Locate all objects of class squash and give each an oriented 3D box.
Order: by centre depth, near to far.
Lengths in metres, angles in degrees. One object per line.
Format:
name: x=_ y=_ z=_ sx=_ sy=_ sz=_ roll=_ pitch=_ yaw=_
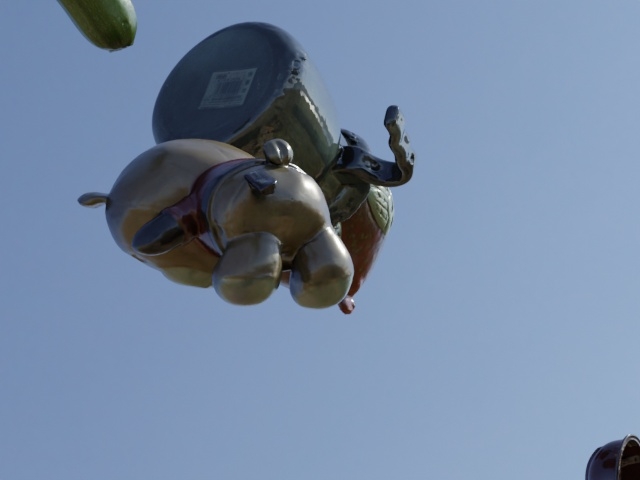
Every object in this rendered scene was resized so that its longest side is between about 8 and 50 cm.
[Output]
squash: x=-0.279 y=-0.298 z=1.900 sx=0.077 sy=0.068 sz=0.219 roll=-46 pitch=-61 yaw=-3

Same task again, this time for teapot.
teapot: x=-0.022 y=-0.137 z=2.200 sx=0.305 sy=0.223 sz=0.285 roll=-27 pitch=-44 yaw=19

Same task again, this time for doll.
doll: x=-0.105 y=-0.028 z=1.821 sx=0.235 sy=0.174 sz=0.330 roll=-3 pitch=9 yaw=-34

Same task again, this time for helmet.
helmet: x=0.334 y=0.278 z=1.972 sx=0.057 sy=0.111 sz=0.089 roll=-4 pitch=-17 yaw=30

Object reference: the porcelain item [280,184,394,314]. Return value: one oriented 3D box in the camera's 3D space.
porcelain item: x=0.000 y=0.000 z=2.481 sx=0.253 sy=0.253 sz=0.253 roll=-18 pitch=-27 yaw=-9
